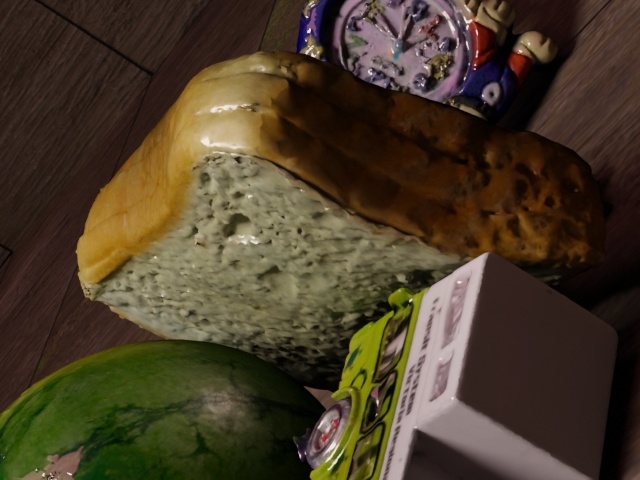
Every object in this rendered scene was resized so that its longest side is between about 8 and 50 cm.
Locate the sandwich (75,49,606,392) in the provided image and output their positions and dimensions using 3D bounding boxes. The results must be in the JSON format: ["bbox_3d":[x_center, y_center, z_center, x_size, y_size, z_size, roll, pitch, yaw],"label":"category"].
[{"bbox_3d":[0.000,0.001,0.987,0.251,0.226,0.087,-41,31,57],"label":"sandwich"}]

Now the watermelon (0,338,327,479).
[{"bbox_3d":[-0.088,0.172,1.002,0.242,0.242,0.242,-52,16,21],"label":"watermelon"}]

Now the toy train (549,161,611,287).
[{"bbox_3d":[0.130,-0.007,1.052,0.093,0.038,0.056,-55,18,11],"label":"toy train"}]

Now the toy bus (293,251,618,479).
[{"bbox_3d":[0.051,0.156,0.849,0.139,0.113,0.302,-41,25,46],"label":"toy bus"}]

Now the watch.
[{"bbox_3d":[0.054,-0.104,1.292,0.196,0.171,0.200,-61,1,-8],"label":"watch"}]
